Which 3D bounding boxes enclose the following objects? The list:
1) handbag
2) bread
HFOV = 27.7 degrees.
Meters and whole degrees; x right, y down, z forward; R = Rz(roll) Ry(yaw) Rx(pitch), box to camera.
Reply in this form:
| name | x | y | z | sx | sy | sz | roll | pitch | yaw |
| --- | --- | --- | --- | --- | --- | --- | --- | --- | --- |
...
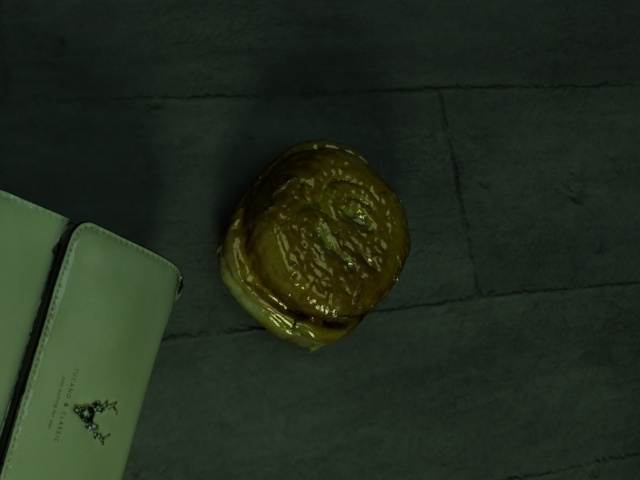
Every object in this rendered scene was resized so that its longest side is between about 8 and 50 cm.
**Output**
| name | x | y | z | sx | sy | sz | roll | pitch | yaw |
| --- | --- | --- | --- | --- | --- | --- | --- | --- | --- |
| handbag | -0.287 | 0.158 | 1.253 | 0.237 | 0.160 | 0.358 | 25 | 68 | -28 |
| bread | -0.002 | -0.002 | 1.465 | 0.198 | 0.120 | 0.236 | 43 | 62 | -11 |
